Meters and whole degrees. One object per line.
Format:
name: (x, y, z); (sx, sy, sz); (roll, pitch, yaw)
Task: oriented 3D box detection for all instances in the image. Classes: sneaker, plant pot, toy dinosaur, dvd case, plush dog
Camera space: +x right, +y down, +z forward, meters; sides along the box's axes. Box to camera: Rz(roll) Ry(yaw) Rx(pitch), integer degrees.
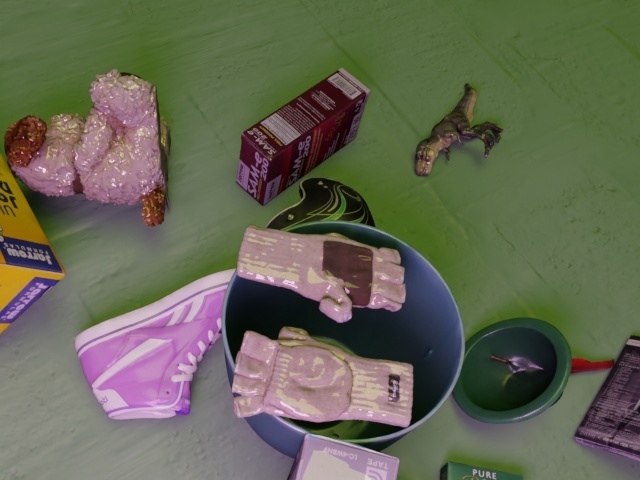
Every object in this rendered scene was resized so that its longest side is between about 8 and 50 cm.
sneaker: (-0.178, 0.153, 1.026); (0.282, 0.102, 0.161); (-26, 69, -13)
plant pot: (0.010, 0.157, 0.971); (0.293, 0.235, 0.292); (5, 57, -8)
toy dinosaur: (0.272, -0.206, 1.365); (0.118, 0.064, 0.268); (27, 53, 15)
dvd case: (0.498, 0.233, 1.088); (0.165, 0.018, 0.221); (7, 44, 45)
plush dog: (-0.349, -0.120, 1.107); (0.226, 0.262, 0.210); (-2, 81, -5)

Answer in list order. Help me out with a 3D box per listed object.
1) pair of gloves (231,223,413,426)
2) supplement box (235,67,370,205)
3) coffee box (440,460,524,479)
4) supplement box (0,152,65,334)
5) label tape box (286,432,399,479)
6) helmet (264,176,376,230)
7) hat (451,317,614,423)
pair of gloves: (0.002, 0.094, 0.845); (0.204, 0.042, 0.240); (6, 59, -12)
supplement box: (-0.029, -0.176, 1.242); (0.073, 0.130, 0.239); (43, 61, 16)
coffee box: (0.212, 0.394, 0.974); (0.113, 0.040, 0.184); (10, 57, -4)
supplement box: (-0.534, -0.040, 0.971); (0.194, 0.195, 0.356); (-42, 67, 13)
label tape box: (-0.020, 0.416, 0.786); (0.115, 0.249, 0.347); (17, 57, 1)
helmet: (0.000, 0.000, 1.116); (0.170, 0.169, 0.161); (18, 39, 1)
hat: (0.327, 0.231, 1.114); (0.209, 0.183, 0.172); (-18, 44, 26)
